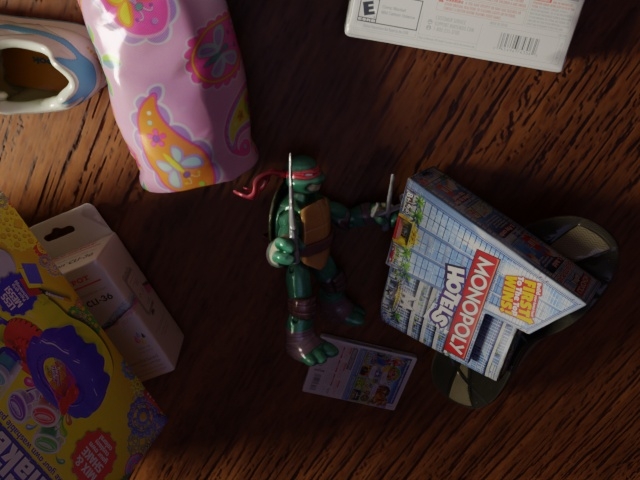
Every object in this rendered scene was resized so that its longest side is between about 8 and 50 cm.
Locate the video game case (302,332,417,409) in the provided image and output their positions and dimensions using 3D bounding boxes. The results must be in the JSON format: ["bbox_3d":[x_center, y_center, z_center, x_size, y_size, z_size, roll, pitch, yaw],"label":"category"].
[{"bbox_3d":[0.047,0.163,0.772,0.122,0.011,0.087,14,116,-8],"label":"video game case"}]

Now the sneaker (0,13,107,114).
[{"bbox_3d":[-0.310,-0.158,0.554,0.229,0.092,0.087,-1,119,1],"label":"sneaker"}]

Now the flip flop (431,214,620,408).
[{"bbox_3d":[0.218,0.080,0.693,0.112,0.080,0.277,38,127,20],"label":"flip flop"}]

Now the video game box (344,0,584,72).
[{"bbox_3d":[0.135,-0.257,0.536,0.205,0.048,0.187,8,119,-6],"label":"video game box"}]

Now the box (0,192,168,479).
[{"bbox_3d":[-0.361,0.140,0.606,0.279,0.177,0.289,-8,121,32],"label":"box"}]

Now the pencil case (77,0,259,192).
[{"bbox_3d":[-0.137,-0.183,0.533,0.124,0.124,0.284,-11,117,5],"label":"pencil case"}]

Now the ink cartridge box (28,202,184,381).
[{"bbox_3d":[-0.252,0.070,0.686,0.115,0.067,0.198,-22,116,11],"label":"ink cartridge box"}]

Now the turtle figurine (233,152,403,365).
[{"bbox_3d":[0.000,0.000,0.633,0.175,0.118,0.234,-26,126,-34],"label":"turtle figurine"}]

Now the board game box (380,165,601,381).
[{"bbox_3d":[0.162,0.051,0.630,0.194,0.060,0.194,27,123,27],"label":"board game box"}]
